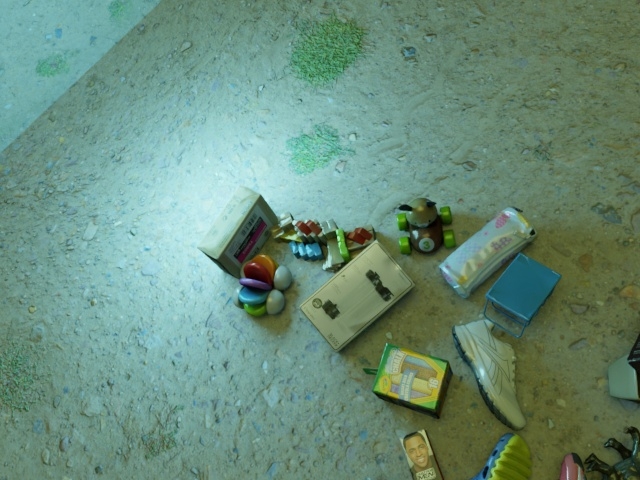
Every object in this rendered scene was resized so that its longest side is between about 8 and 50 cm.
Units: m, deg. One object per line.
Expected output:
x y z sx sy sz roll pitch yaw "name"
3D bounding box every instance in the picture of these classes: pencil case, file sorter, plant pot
0.451 0.034 1.622 0.273 0.113 0.124 -39 39 -1 "pencil case"
0.509 0.142 1.535 0.118 0.105 0.170 33 60 26 "file sorter"
0.734 0.328 1.398 0.108 0.096 0.109 14 66 -18 "plant pot"

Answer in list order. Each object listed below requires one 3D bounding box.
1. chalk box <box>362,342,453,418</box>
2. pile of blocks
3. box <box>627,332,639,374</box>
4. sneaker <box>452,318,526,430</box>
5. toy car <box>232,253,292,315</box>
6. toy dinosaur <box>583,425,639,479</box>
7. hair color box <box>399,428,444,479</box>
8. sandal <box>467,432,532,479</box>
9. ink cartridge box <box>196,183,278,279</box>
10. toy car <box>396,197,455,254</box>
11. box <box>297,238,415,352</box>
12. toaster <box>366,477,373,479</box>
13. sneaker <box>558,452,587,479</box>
0.215 0.353 1.543 0.212 0.132 0.132 15 72 21 "chalk box"
0.000 0.000 1.781 0.361 0.113 0.149 7 69 21 "pile of blocks"
0.826 0.258 1.309 0.203 0.168 0.167 43 62 -3 "box"
0.441 0.324 1.503 0.129 0.111 0.297 -23 63 0 "sneaker"
-0.182 0.126 1.766 0.159 0.136 0.182 9 70 20 "toy car"
0.698 0.519 1.336 0.313 0.121 0.160 -42 71 -3 "toy dinosaur"
0.252 0.549 1.493 0.071 0.043 0.141 -23 61 7 "hair color box"
0.378 0.587 1.399 0.317 0.126 0.138 -53 24 -22 "sandal"
-0.243 -0.023 1.820 0.088 0.193 0.235 27 77 24 "ink cartridge box"
0.284 -0.057 1.673 0.154 0.188 0.149 -9 64 14 "toy car"
0.099 0.154 1.664 0.290 0.087 0.169 -41 84 -3 "box"
0.167 0.640 1.411 0.185 0.168 0.110 14 69 21 "toaster"
0.507 0.621 1.340 0.136 0.116 0.314 12 71 23 "sneaker"
